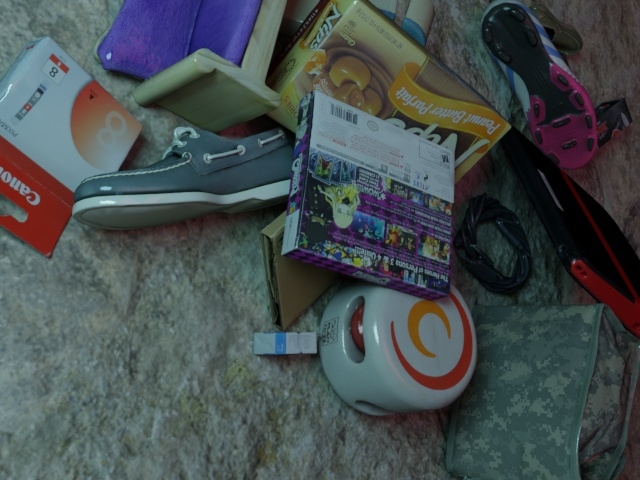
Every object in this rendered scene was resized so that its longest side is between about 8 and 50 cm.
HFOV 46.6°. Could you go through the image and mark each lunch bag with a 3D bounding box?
[{"bbox_3d":[0.333,0.251,1.128,0.169,0.235,0.286,39,61,-33],"label":"lunch bag"}]

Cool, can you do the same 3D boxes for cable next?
[{"bbox_3d":[0.297,0.006,1.263,0.185,0.047,0.150,31,60,-31],"label":"cable"}]

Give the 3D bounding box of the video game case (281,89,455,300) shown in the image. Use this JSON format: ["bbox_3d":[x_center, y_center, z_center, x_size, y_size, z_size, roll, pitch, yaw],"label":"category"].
[{"bbox_3d":[0.069,-0.052,0.928,0.232,0.042,0.210,17,66,-29],"label":"video game case"}]

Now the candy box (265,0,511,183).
[{"bbox_3d":[0.089,-0.182,1.013,0.317,0.183,0.087,28,25,-35],"label":"candy box"}]

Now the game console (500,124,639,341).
[{"bbox_3d":[0.450,0.000,1.259,0.342,0.060,0.386,32,29,-29],"label":"game console"}]

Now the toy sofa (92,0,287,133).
[{"bbox_3d":[-0.116,-0.328,0.882,0.177,0.150,0.362,27,67,-36],"label":"toy sofa"}]

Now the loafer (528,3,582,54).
[{"bbox_3d":[0.447,-0.396,1.435,0.148,0.056,0.050,26,69,-25],"label":"loafer"}]

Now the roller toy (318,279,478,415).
[{"bbox_3d":[0.099,0.136,1.005,0.191,0.146,0.209,-38,98,-39],"label":"roller toy"}]

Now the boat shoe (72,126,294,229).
[{"bbox_3d":[-0.145,-0.078,0.856,0.320,0.116,0.099,-11,85,-45],"label":"boat shoe"}]

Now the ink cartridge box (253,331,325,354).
[{"bbox_3d":[-0.038,0.132,0.952,0.083,0.048,0.028,5,81,-39],"label":"ink cartridge box"}]

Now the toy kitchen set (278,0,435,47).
[{"bbox_3d":[0.041,-0.282,1.067,0.207,0.166,0.122,19,64,1],"label":"toy kitchen set"}]

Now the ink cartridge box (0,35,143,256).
[{"bbox_3d":[-0.279,-0.095,0.762,0.145,0.045,0.179,46,54,-42],"label":"ink cartridge box"}]

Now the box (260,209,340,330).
[{"bbox_3d":[0.000,0.000,0.969,0.201,0.021,0.164,-43,144,-36],"label":"box"}]

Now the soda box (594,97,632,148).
[{"bbox_3d":[0.573,-0.236,1.517,0.169,0.053,0.060,-32,105,-38],"label":"soda box"}]

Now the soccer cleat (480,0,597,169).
[{"bbox_3d":[0.398,-0.287,1.323,0.331,0.116,0.143,58,28,-12],"label":"soccer cleat"}]
